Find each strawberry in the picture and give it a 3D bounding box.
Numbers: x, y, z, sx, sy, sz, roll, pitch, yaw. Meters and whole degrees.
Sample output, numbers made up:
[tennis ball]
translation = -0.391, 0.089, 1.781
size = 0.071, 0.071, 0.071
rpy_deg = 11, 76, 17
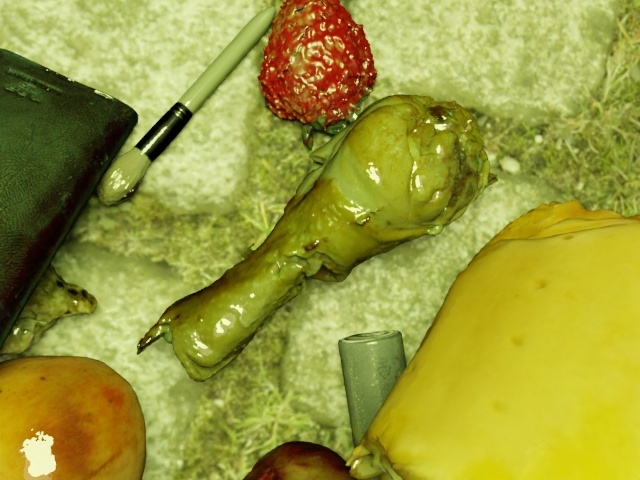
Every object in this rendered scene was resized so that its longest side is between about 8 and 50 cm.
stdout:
[strawberry]
translation = 0.001, -0.207, 0.619
size = 0.140, 0.085, 0.192
rpy_deg = 25, 81, -6

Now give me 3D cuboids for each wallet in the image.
[wallet]
translation = -0.294, -0.054, 0.482
size = 0.172, 0.045, 0.318
rpy_deg = 27, 47, -16

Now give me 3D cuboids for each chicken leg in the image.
[chicken leg]
translation = 0.000, 0.000, 0.574
size = 0.429, 0.201, 0.153
rpy_deg = -40, 78, -3

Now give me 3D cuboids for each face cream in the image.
[face cream]
translation = 0.075, 0.243, 0.606
size = 0.073, 0.073, 0.284
rpy_deg = -9, 88, -11

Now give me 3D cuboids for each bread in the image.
[bread]
translation = 0.214, 0.165, 0.523
size = 0.394, 0.250, 0.361
rpy_deg = -54, 139, -32

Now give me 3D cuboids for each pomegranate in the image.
[pomegranate]
translation = -0.251, 0.196, 0.497
size = 0.191, 0.191, 0.192
rpy_deg = 1, 86, -10

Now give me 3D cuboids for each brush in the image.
[brush]
translation = -0.141, -0.155, 0.612
size = 0.039, 0.042, 0.299
rpy_deg = 44, 78, -23

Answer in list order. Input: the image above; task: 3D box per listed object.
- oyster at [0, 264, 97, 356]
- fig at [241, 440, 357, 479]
[oyster]
translation = -0.373, 0.038, 0.450
size = 0.360, 0.096, 0.221
rpy_deg = 23, 44, -26
[fig]
translation = 0.019, 0.332, 0.529
size = 0.274, 0.170, 0.145
rpy_deg = 47, 124, 9
